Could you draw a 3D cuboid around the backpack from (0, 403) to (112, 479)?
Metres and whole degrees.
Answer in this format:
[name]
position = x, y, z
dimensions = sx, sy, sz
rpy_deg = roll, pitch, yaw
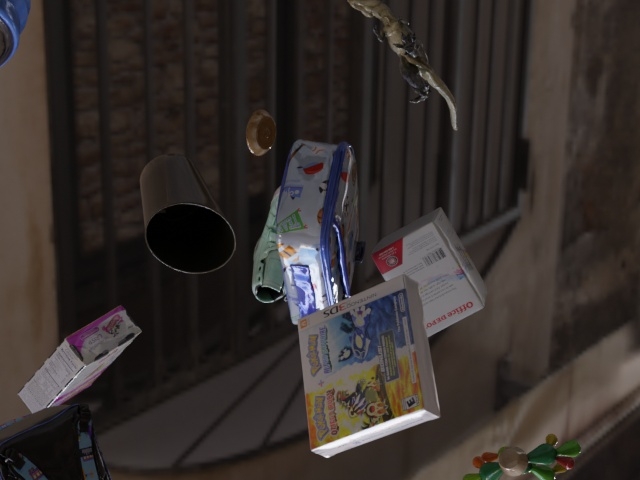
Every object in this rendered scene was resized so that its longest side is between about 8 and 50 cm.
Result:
[backpack]
position = -0.340, 0.306, 1.560
dimensions = 0.117, 0.173, 0.158
rpy_deg = -11, -169, 43

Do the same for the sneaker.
[sneaker]
position = -0.061, 0.011, 2.325
dimensions = 0.094, 0.256, 0.151
rpy_deg = 12, -131, -12

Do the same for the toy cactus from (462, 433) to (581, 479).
[toy cactus]
position = 0.338, 0.393, 2.160
dimensions = 0.219, 0.112, 0.180
rpy_deg = -11, 163, 17

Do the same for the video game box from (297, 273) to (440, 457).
[video game box]
position = 0.061, 0.170, 1.715
dimensions = 0.187, 0.205, 0.048
rpy_deg = -27, 144, 29

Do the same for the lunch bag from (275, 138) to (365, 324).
[lunch bag]
position = 0.000, 0.000, 2.046
dimensions = 0.115, 0.303, 0.243
rpy_deg = 2, -124, 9

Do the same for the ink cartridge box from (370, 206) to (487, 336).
[ink cartridge box]
position = 0.192, 0.057, 2.180
dimensions = 0.128, 0.176, 0.127
rpy_deg = -29, -174, 16

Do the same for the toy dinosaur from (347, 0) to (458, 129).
[toy dinosaur]
position = 0.139, -0.267, 1.881
dimensions = 0.064, 0.268, 0.118
rpy_deg = -34, -167, 14

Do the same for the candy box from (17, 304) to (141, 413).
[candy box]
position = -0.469, 0.236, 2.435
dimensions = 0.233, 0.071, 0.159
rpy_deg = -43, 174, 40

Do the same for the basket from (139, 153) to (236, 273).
[basket]
position = -0.289, -0.068, 2.574
dimensions = 0.204, 0.154, 0.227
rpy_deg = 33, -161, -36

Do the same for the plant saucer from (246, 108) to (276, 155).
[plant saucer]
position = -0.102, -0.193, 2.250
dimensions = 0.015, 0.083, 0.083
rpy_deg = 8, -162, 34

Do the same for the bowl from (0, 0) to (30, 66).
[bowl]
position = -0.561, -0.291, 1.565
dimensions = 0.391, 0.077, 0.391
rpy_deg = -2, 164, 0
